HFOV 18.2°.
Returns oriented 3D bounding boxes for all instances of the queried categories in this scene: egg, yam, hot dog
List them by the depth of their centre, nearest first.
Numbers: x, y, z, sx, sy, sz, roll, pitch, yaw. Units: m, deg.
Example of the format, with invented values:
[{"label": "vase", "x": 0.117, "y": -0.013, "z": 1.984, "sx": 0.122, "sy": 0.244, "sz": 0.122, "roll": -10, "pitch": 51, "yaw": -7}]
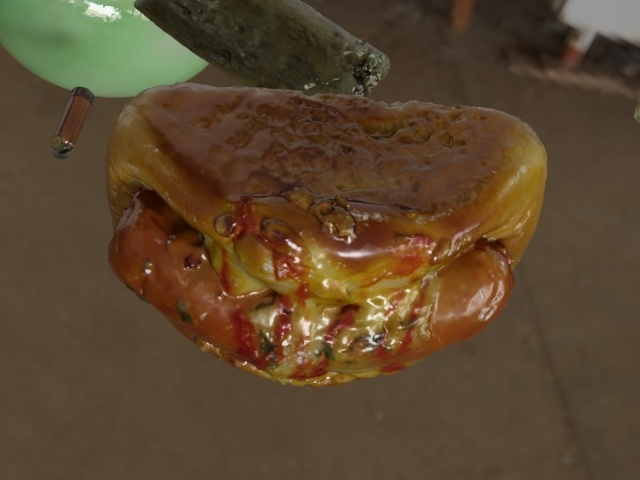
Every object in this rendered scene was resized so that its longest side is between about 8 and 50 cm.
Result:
[{"label": "hot dog", "x": 0.000, "y": 0.000, "z": 1.145, "sx": 0.256, "sy": 0.150, "sz": 0.153, "roll": 5, "pitch": 45, "yaw": -1}, {"label": "yam", "x": -0.041, "y": -0.143, "z": 1.402, "sx": 0.179, "sy": 0.078, "sz": 0.078, "roll": 35, "pitch": 36, "yaw": -2}, {"label": "egg", "x": -0.207, "y": -0.251, "z": 1.965, "sx": 0.269, "sy": 0.220, "sz": 0.220, "roll": 10, "pitch": 38, "yaw": -34}]

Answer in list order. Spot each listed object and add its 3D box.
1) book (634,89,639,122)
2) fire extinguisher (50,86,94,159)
[{"label": "book", "x": 0.467, "y": -0.258, "z": 1.955, "sx": 0.260, "sy": 0.371, "sz": 0.043, "roll": 16, "pitch": -7, "yaw": -10}, {"label": "fire extinguisher", "x": -0.220, "y": -0.101, "z": 1.769, "sx": 0.022, "sy": 0.028, "sz": 0.083, "roll": 47, "pitch": 41, "yaw": -32}]
